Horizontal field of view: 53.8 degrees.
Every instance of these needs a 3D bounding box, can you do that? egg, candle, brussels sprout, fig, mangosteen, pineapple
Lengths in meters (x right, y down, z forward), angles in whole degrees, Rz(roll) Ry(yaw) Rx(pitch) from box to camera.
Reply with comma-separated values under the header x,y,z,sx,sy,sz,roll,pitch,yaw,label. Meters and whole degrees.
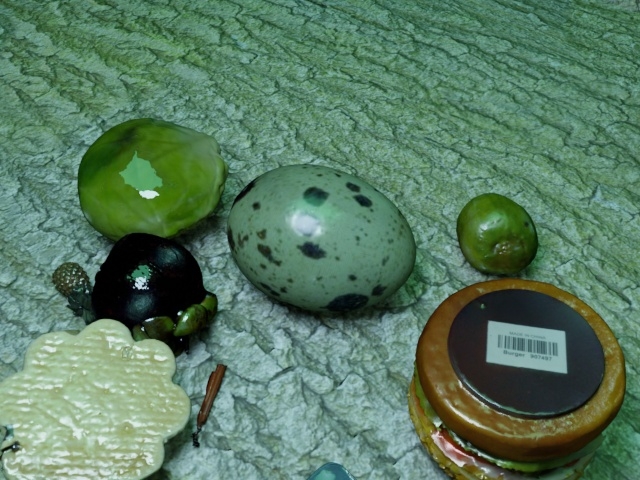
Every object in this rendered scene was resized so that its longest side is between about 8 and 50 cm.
x,y,z,sx,sy,sz,roll,pitch,yaw,label
0.000,0.000,1.250,0.379,0.288,0.288,22,50,12,egg
-0.207,0.298,1.149,0.026,0.021,0.167,21,46,-6,candle
-0.372,-0.120,1.409,0.344,0.268,0.344,16,40,-14,brussels sprout
0.378,-0.036,1.364,0.167,0.167,0.234,1,53,3,fig
-0.319,0.109,1.212,0.242,0.243,0.243,-1,46,1,mangosteen
-0.495,0.112,1.304,0.074,0.074,0.159,-29,54,-24,pineapple

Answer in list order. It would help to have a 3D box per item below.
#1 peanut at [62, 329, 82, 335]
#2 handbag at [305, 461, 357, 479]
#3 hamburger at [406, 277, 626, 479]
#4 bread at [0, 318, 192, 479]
x,y,z,sx,sy,sz,roll,pitch,yaw,label
-0.438,0.253,1.133,0.120,0.110,0.236,-15,48,-20,peanut
0.000,0.469,0.953,0.229,0.062,0.179,-36,58,-29,handbag
0.306,0.243,1.032,0.329,0.250,0.330,-3,47,3,hamburger
-0.369,0.270,1.022,0.315,0.054,0.316,9,50,-10,bread
